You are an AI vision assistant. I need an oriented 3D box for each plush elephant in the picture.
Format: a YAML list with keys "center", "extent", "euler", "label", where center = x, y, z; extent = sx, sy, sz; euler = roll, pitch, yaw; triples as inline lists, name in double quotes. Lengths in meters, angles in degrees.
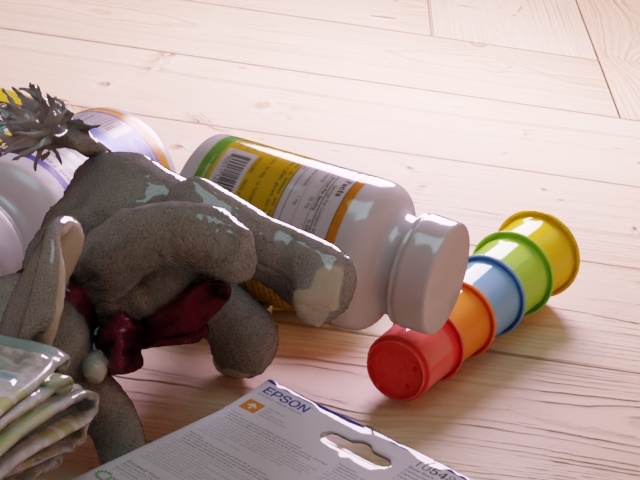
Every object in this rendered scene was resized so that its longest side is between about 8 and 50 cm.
- center: [-0.177, 0.064, 1.386]
  extent: [0.330, 0.255, 0.272]
  euler: [37, -25, -13]
  label: "plush elephant"

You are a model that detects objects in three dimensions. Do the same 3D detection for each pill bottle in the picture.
- center: [-0.259, -0.020, 1.626]
  extent: [0.152, 0.152, 0.272]
  euler: [18, 26, 20]
  label: "pill bottle"
- center: [0.000, 0.000, 1.551]
  extent: [0.246, 0.136, 0.136]
  euler: [17, 25, 21]
  label: "pill bottle"

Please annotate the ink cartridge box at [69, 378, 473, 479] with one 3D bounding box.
- center: [-0.025, 0.191, 1.235]
  extent: [0.223, 0.045, 0.224]
  euler: [24, 29, 32]
  label: "ink cartridge box"

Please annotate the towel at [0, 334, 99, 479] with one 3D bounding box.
- center: [-0.372, 0.123, 1.129]
  extent: [0.374, 0.090, 0.320]
  euler: [12, 23, 16]
  label: "towel"

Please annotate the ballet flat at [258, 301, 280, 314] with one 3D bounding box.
- center: [-0.037, 0.045, 1.668]
  extent: [0.231, 0.077, 0.077]
  euler: [-2, 38, -11]
  label: "ballet flat"

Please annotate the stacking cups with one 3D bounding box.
- center: [0.137, 0.060, 1.670]
  extent: [0.096, 0.096, 0.316]
  euler: [22, 29, 26]
  label: "stacking cups"

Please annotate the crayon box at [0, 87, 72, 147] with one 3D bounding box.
- center: [-0.467, -0.076, 1.737]
  extent: [0.313, 0.106, 0.363]
  euler: [17, 25, 16]
  label: "crayon box"
